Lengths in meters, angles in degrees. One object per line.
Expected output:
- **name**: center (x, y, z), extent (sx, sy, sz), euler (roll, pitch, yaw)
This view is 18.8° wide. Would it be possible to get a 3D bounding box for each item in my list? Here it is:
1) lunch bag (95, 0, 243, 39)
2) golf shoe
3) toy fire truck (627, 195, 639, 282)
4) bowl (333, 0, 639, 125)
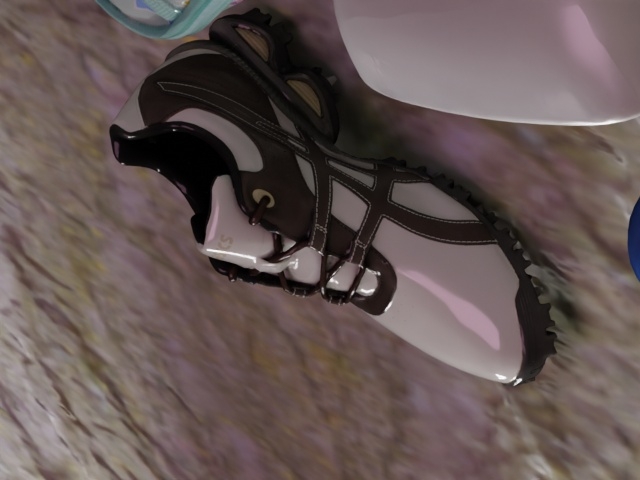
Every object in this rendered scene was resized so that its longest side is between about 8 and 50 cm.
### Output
- **lunch bag**: center (-0.067, -0.208, 0.651), extent (0.279, 0.108, 0.224), euler (56, 145, -2)
- **golf shoe**: center (0.000, 0.000, 0.760), extent (0.198, 0.094, 0.077), euler (41, 142, 16)
- **toy fire truck**: center (0.204, 0.037, 0.492), extent (0.254, 0.169, 0.302), euler (49, 144, 16)
- **bowl**: center (0.073, -0.098, 0.535), extent (0.142, 0.142, 0.053), euler (15, 147, 56)
